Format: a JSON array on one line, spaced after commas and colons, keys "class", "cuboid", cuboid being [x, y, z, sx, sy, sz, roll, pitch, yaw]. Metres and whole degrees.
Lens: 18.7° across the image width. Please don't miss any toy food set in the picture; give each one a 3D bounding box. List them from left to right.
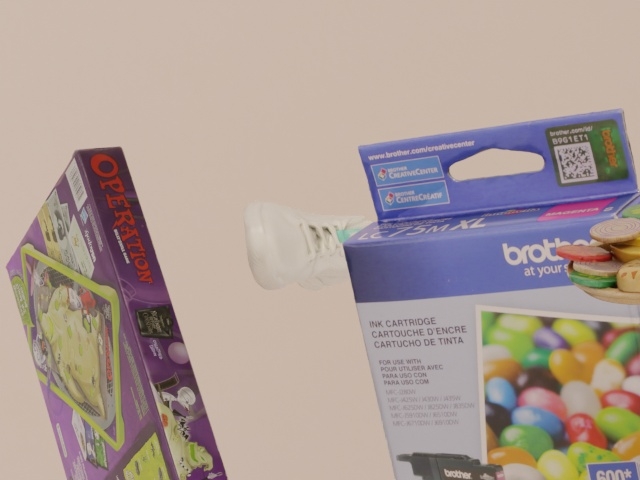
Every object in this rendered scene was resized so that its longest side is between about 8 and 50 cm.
[{"class": "toy food set", "cuboid": [0.145, 0.006, 0.847, 0.083, 0.082, 0.020, -27, -65, -39]}]

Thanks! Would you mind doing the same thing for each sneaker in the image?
[{"class": "sneaker", "cuboid": [0.000, 0.000, 1.708, 0.094, 0.080, 0.212, -11, -6, 18]}]

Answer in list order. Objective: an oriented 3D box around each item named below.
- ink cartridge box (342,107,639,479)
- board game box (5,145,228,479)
[{"class": "ink cartridge box", "cuboid": [0.124, 0.085, 1.188, 0.185, 0.065, 0.311, -6, -78, 29]}, {"class": "board game box", "cuboid": [-0.161, 0.125, 1.544, 0.056, 0.347, 0.208, -5, -25, -34]}]
